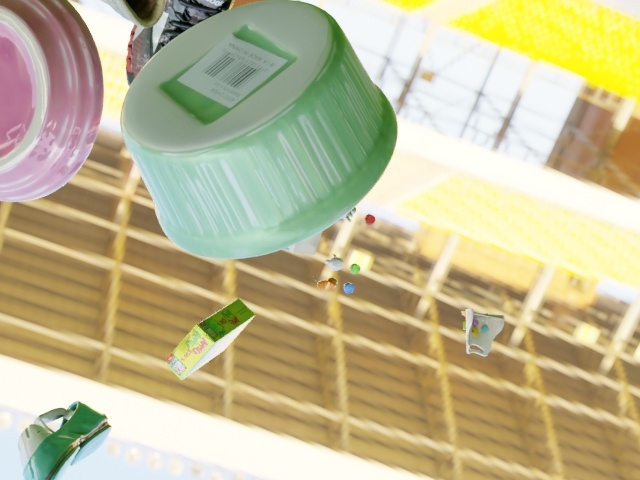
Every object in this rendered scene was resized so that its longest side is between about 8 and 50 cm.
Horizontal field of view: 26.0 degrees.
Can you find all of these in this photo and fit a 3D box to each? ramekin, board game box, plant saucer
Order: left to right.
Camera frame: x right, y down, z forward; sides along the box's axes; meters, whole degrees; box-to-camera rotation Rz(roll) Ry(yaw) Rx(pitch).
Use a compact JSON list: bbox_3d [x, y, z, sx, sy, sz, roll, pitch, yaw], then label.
[{"bbox_3d":[-0.472,-0.221,2.031,0.332,0.332,0.084,31,-162,23],"label":"plant saucer"},{"bbox_3d":[-0.180,0.160,2.277,0.043,0.092,0.181,44,-159,6],"label":"board game box"},{"bbox_3d":[-0.078,-0.137,1.568,0.303,0.303,0.148,46,167,50],"label":"ramekin"}]

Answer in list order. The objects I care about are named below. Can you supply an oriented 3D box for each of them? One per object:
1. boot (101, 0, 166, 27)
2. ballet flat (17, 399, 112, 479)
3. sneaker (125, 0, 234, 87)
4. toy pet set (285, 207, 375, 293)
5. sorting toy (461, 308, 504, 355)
[{"bbox_3d":[-0.255,-0.366,1.478,0.095,0.262,0.203,-32,-134,-29],"label":"boot"},{"bbox_3d":[-0.360,0.277,1.863,0.087,0.083,0.247,33,-166,3],"label":"ballet flat"},{"bbox_3d":[-0.196,-0.322,1.986,0.098,0.276,0.135,24,176,-31],"label":"sneaker"},{"bbox_3d":[0.000,0.000,1.902,0.114,0.122,0.065,7,-156,-25],"label":"toy pet set"},{"bbox_3d":[0.272,0.160,2.389,0.083,0.075,0.045,13,169,-39],"label":"sorting toy"}]
